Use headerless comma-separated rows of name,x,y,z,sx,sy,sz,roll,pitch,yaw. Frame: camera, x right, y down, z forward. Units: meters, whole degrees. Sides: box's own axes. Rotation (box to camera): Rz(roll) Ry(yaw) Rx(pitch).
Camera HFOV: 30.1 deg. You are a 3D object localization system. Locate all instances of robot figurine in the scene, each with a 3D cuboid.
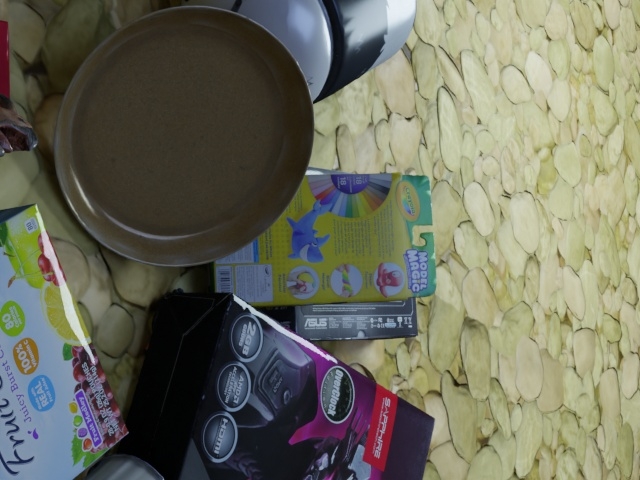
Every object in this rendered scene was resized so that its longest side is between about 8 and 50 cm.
robot figurine,-0.017,-0.230,1.183,0.278,0.173,0.209,-37,112,-44

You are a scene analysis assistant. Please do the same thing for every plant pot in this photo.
plant pot,-0.119,-0.091,1.049,0.236,0.032,0.236,-9,114,-21

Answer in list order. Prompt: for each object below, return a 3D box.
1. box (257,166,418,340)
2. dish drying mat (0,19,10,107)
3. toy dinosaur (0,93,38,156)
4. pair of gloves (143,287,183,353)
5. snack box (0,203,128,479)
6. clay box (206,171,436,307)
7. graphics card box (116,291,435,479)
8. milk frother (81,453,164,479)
box,0.018,0.018,1.293,0.231,0.056,0.183,3,81,-53
dish drying mat,-0.267,-0.139,0.968,0.032,0.008,0.083,4,82,-53
toy dinosaur,-0.338,-0.154,0.787,0.296,0.127,0.200,63,32,-7
pair of gloves,-0.130,0.091,1.117,0.083,0.010,0.074,50,52,-39
snack box,-0.254,0.101,0.895,0.174,0.070,0.207,-37,114,-50
clay box,0.000,0.000,1.168,0.222,0.053,0.128,-1,85,-14
graphics card box,-0.034,0.222,1.153,0.371,0.094,0.233,36,61,-44
milk frother,-0.181,0.263,0.913,0.129,0.143,0.135,48,28,3
